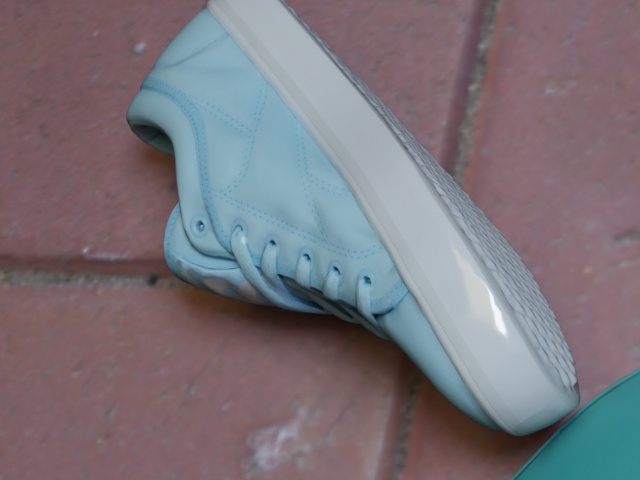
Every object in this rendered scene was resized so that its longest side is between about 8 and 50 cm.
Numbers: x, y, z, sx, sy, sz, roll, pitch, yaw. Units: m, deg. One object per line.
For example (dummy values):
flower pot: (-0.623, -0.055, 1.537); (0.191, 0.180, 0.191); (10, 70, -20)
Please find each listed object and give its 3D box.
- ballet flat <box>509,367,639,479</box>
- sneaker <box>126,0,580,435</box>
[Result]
ballet flat: (0.221, 0.078, 0.577); (0.400, 0.139, 0.139); (-49, 46, 33)
sneaker: (0.000, 0.000, 0.771); (0.150, 0.135, 0.366); (-44, 43, 8)
